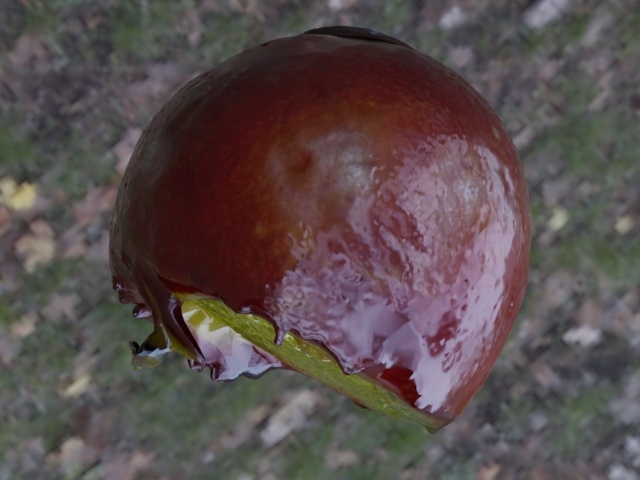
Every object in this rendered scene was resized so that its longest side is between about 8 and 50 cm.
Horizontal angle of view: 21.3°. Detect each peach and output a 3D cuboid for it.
[{"bbox_3d":[0.005,-0.014,1.379,0.406,0.335,0.310,77,29,-82],"label":"peach"}]
